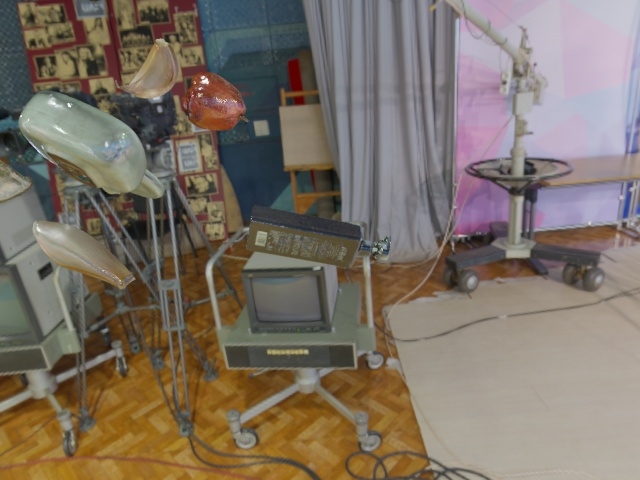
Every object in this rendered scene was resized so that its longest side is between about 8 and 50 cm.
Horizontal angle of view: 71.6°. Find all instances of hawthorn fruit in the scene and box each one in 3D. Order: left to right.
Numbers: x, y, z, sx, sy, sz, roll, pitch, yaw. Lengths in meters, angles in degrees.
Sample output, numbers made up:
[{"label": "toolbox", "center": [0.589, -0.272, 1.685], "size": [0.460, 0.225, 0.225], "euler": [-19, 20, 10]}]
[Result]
[{"label": "hawthorn fruit", "center": [-0.320, -0.407, 1.327], "size": [0.179, 0.173, 0.173], "euler": [3, 10, -43]}]

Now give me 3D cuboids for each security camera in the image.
[{"label": "security camera", "center": [-0.331, -0.111, 0.673], "size": [0.157, 0.080, 0.301], "euler": [23, -14, -7]}]

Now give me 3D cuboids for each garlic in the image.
[{"label": "garlic", "center": [-0.718, 0.048, 1.356], "size": [0.318, 0.112, 0.143], "euler": [32, 6, -15]}, {"label": "garlic", "center": [-0.513, -0.504, 1.374], "size": [0.206, 0.115, 0.128], "euler": [-53, 12, -9]}]

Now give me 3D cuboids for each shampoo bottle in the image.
[{"label": "shampoo bottle", "center": [0.000, 0.001, 0.954], "size": [0.310, 0.098, 0.071], "euler": [11, 40, -9]}]

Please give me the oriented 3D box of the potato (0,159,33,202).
[{"label": "potato", "center": [-0.573, -0.125, 0.644], "size": [0.269, 0.255, 0.112], "euler": [-5, 51, 59]}]
